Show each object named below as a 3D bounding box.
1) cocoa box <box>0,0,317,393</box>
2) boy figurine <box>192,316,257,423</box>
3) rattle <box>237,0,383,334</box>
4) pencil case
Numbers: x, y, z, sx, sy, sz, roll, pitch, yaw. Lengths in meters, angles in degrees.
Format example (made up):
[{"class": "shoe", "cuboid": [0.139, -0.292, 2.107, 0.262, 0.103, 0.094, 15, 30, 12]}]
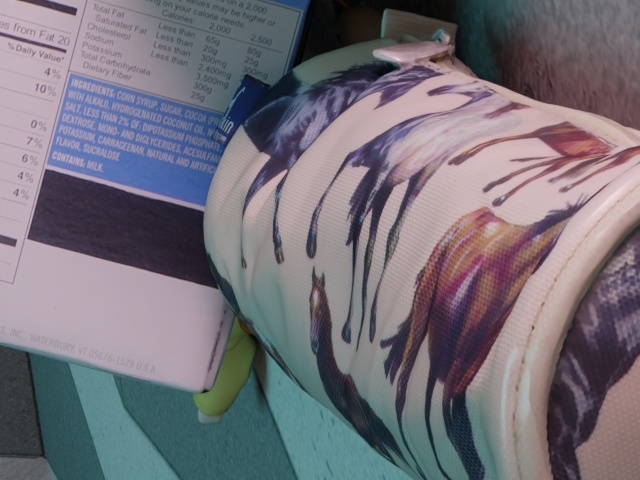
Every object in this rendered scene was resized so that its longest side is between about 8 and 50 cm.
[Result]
[{"class": "cocoa box", "cuboid": [-0.142, -0.079, 1.050, 0.347, 0.231, 0.228, -113, 38, -81]}, {"class": "boy figurine", "cuboid": [-0.108, 0.073, 1.563, 0.285, 0.092, 0.177, 159, 101, -78]}, {"class": "rattle", "cuboid": [-0.004, -0.063, 0.993, 0.130, 0.142, 0.200, 20, -132, -81]}, {"class": "pencil case", "cuboid": [0.073, 0.010, 0.714, 0.410, 0.159, 0.184, -150, 63, -70]}]
